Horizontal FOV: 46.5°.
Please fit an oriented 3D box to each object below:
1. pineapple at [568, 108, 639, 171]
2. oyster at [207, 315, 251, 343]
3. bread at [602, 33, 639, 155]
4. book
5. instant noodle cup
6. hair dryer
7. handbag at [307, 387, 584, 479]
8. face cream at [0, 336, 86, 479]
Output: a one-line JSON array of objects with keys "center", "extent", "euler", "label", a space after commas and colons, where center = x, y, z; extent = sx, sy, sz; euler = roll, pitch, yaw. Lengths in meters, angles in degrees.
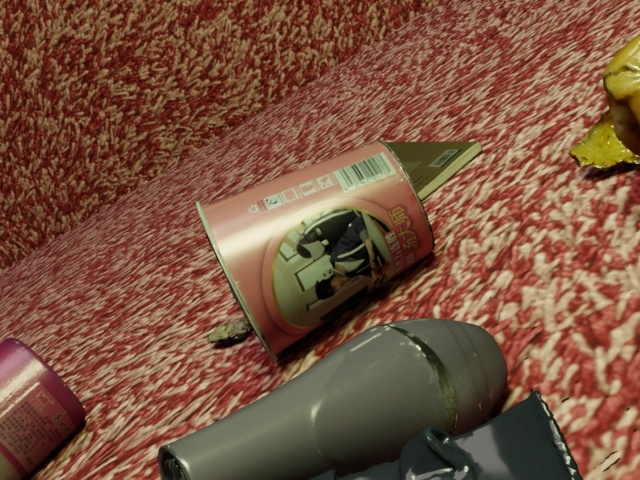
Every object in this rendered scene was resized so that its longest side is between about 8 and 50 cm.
[{"center": [0.359, -0.133, 0.898], "extent": [0.114, 0.077, 0.114], "euler": [-15, 13, 32], "label": "pineapple"}, {"center": [-0.131, 0.136, 1.096], "extent": [0.083, 0.019, 0.054], "euler": [-19, 23, 41], "label": "oyster"}, {"center": [0.441, -0.172, 0.676], "extent": [0.344, 0.148, 0.195], "euler": [-26, -22, 19], "label": "bread"}, {"center": [0.109, -0.102, 1.277], "extent": [0.217, 0.021, 0.310], "euler": [-40, 21, -15], "label": "book"}, {"center": [0.000, 0.000, 0.955], "extent": [0.255, 0.244, 0.244], "euler": [-26, 19, -5], "label": "instant noodle cup"}, {"center": [-0.035, 0.177, 0.692], "extent": [0.301, 0.121, 0.361], "euler": [-15, -10, -32], "label": "hair dryer"}, {"center": [0.022, 0.241, 0.421], "extent": [0.326, 0.118, 0.269], "euler": [-27, 40, 14], "label": "handbag"}, {"center": [-0.472, 0.266, 1.086], "extent": [0.175, 0.175, 0.195], "euler": [-6, 34, 53], "label": "face cream"}]
